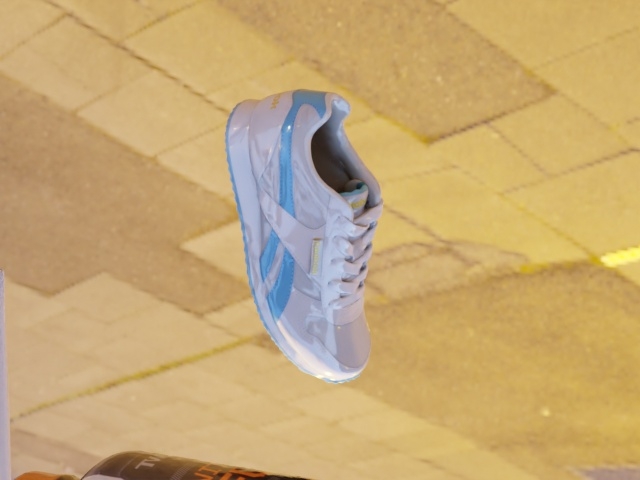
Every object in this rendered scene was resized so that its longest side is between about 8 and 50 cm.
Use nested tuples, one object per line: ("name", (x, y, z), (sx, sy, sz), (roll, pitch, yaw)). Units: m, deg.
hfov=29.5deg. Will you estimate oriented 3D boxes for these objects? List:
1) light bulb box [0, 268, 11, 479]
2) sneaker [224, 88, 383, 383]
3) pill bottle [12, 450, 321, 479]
("light bulb box", (-0.501, 0.223, 1.211), (0.361, 0.357, 0.225), (0, 164, -20))
("sneaker", (0.000, 0.000, 0.913), (0.092, 0.087, 0.228), (-7, 104, 36))
("pill bottle", (-0.060, 0.187, 0.663), (0.246, 0.130, 0.130), (6, 154, 17))
